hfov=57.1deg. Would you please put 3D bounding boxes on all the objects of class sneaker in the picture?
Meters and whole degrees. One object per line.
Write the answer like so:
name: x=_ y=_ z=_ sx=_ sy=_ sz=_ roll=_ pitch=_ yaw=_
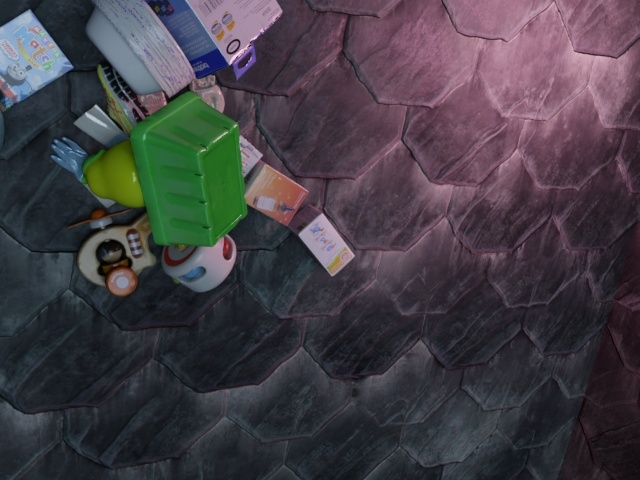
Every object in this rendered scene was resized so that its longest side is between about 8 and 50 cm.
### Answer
sneaker: x=-0.527 y=-0.359 z=1.526 sx=0.094 sy=0.081 sz=0.208 roll=-15 pitch=111 yaw=28

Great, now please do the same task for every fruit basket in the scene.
fruit basket: x=-0.404 y=-0.178 z=1.519 sx=0.283 sy=0.392 sz=0.391 roll=-50 pitch=128 yaw=-42

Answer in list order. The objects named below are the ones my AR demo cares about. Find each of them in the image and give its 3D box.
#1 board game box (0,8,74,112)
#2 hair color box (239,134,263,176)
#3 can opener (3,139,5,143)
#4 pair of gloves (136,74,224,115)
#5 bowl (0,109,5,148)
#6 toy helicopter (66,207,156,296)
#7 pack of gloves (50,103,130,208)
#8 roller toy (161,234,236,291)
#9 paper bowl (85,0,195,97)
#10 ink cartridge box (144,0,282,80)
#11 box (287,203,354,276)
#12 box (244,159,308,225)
board game box: x=-0.740 y=-0.433 z=1.427 sx=0.212 sy=0.039 sz=0.160 roll=-37 pitch=119 yaw=-8
hair color box: x=-0.259 y=-0.219 z=1.716 sx=0.093 sy=0.053 sz=0.167 roll=41 pitch=91 yaw=-29
can opener: x=-0.895 y=-0.316 z=1.398 sx=0.095 sy=0.076 sz=0.283 roll=-22 pitch=123 yaw=21
pair of gloves: x=-0.379 y=-0.351 z=1.619 sx=0.240 sy=0.042 sz=0.204 roll=-10 pitch=113 yaw=-21
bowl: x=-0.892 y=-0.248 z=1.297 sx=0.312 sy=0.163 sz=0.311 roll=-2 pitch=123 yaw=-3
toy helicopter: x=-0.532 y=-0.031 z=1.645 sx=0.355 sy=0.140 sz=0.235 roll=-47 pitch=112 yaw=-14
pack of gloves: x=-0.585 y=-0.227 z=1.580 sx=0.195 sy=0.046 sz=0.232 roll=-35 pitch=122 yaw=11
roller toy: x=-0.351 y=0.035 z=1.681 sx=0.146 sy=0.191 sz=0.209 roll=43 pitch=75 yaw=-42
paper bowl: x=-0.442 y=-0.464 z=1.407 sx=0.148 sy=0.284 sz=0.284 roll=-41 pitch=120 yaw=-5
ink cartridge box: x=-0.273 y=-0.595 z=1.453 sx=0.395 sy=0.151 sz=0.270 roll=53 pitch=53 yaw=-28
box: x=0.000 y=0.000 z=1.879 sx=0.103 sy=0.114 sz=0.203 roll=-42 pitch=121 yaw=-6
box: x=-0.148 y=-0.145 z=1.772 sx=0.171 sy=0.091 sz=0.130 roll=30 pitch=95 yaw=-30
